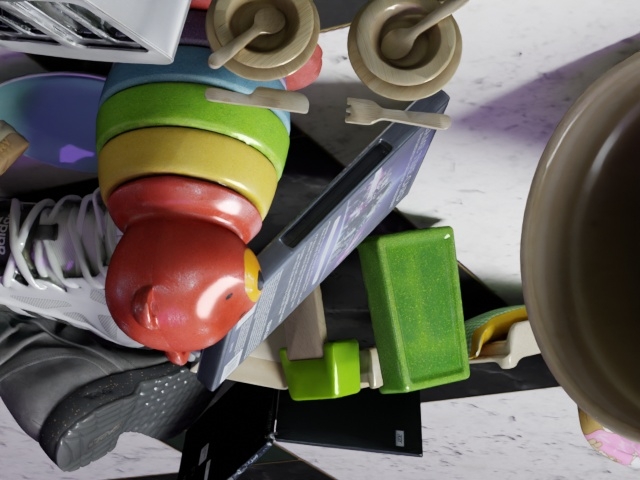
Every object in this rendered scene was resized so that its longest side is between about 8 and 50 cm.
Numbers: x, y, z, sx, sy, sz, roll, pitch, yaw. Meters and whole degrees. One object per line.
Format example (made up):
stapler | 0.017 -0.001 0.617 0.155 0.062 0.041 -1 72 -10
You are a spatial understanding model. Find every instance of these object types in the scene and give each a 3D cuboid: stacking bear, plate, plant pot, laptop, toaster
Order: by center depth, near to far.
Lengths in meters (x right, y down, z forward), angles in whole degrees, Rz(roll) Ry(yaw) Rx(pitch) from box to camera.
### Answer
toaster | -0.185 -0.200 1.299 0.168 0.110 0.185 9 169 28
stacking bear | -0.097 -0.052 1.455 0.164 0.289 0.175 2 155 8
plant pot | 0.375 0.011 1.530 0.280 0.323 0.323 5 162 -42
plate | -0.209 -0.110 1.673 0.188 0.024 0.188 4 155 2
plant pot | -0.068 0.092 1.988 0.109 0.096 0.109 12 160 -14
laptop | -0.028 0.223 2.071 0.136 0.234 0.264 41 108 -14

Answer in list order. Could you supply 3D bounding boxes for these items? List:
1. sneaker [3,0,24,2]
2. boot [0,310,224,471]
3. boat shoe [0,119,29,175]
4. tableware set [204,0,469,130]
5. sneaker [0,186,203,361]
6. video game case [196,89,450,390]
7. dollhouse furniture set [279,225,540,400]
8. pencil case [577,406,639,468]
sneaker | -0.196 -0.248 1.083 0.147 0.385 0.145 -4 120 -29
boot | -0.254 0.120 2.052 0.222 0.118 0.338 36 -160 22
boat shoe | -0.378 -0.069 1.723 0.123 0.123 0.342 46 155 -11
tableware set | 0.011 -0.156 1.393 0.194 0.128 0.039 6 166 -2
sneaker | -0.218 0.021 1.737 0.257 0.169 0.447 7 166 -6
video game case | 0.000 0.000 1.615 0.026 0.274 0.196 40 156 9
dollhouse furniture set | 0.125 0.062 1.926 0.301 0.151 0.197 -9 179 -37
pencil case | 0.414 0.114 1.864 0.167 0.160 0.386 17 152 -25
